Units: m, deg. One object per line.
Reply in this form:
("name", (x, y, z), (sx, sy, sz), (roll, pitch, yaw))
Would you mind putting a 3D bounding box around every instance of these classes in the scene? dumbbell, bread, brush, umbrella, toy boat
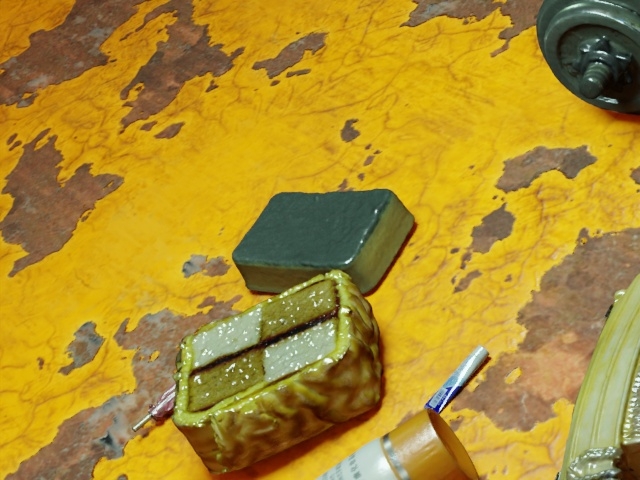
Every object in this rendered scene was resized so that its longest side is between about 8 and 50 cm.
("dumbbell", (0.348, -0.257, 1.903), (0.192, 0.192, 0.290), (0, 44, 41))
("bread", (-0.042, 0.138, 1.814), (0.222, 0.096, 0.181), (-25, 33, 10))
("brush", (0.000, 0.000, 1.991), (0.197, 0.059, 0.123), (0, 47, 41))
("umbrella", (-0.143, 0.158, 1.942), (0.165, 0.025, 0.027), (-40, 14, -15))
("toy boat", (0.288, 0.144, 1.517), (0.115, 0.089, 0.310), (-23, 29, 42))

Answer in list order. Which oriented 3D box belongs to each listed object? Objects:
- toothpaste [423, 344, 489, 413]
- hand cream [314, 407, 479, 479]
("toothpaste", (0.135, 0.138, 1.736), (0.083, 0.015, 0.024), (-48, 36, -11))
("hand cream", (-0.004, 0.275, 1.613), (0.314, 0.089, 0.140), (-32, 31, 11))
